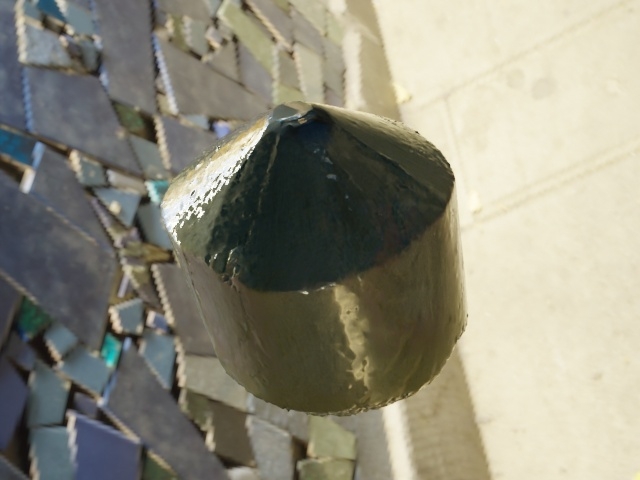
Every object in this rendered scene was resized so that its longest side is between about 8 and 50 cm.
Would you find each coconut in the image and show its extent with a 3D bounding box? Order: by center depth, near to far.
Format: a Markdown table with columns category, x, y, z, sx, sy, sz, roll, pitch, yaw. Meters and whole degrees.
| category | x | y | z | sx | sy | sz | roll | pitch | yaw |
| --- | --- | --- | --- | --- | --- | --- | --- | --- | --- |
| coconut | 0.000 | 0.000 | 1.017 | 0.239 | 0.244 | 0.239 | -11 | 36 | 8 |
